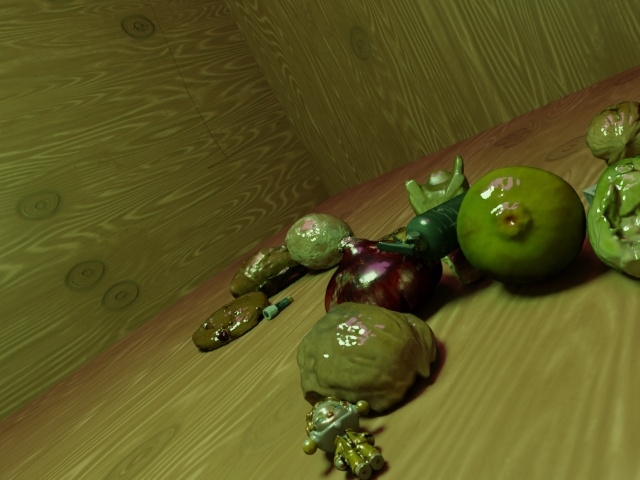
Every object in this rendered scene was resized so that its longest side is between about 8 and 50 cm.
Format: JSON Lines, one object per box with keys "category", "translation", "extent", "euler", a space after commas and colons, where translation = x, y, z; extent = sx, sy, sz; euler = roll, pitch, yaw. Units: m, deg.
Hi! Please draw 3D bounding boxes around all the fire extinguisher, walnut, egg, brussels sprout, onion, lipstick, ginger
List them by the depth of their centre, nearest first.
{"category": "brussels sprout", "translation": [0.469, -0.030, 0.722], "extent": [0.132, 0.183, 0.145], "euler": [5, -15, 21]}
{"category": "walnut", "translation": [0.063, 0.179, 0.795], "extent": [0.238, 0.141, 0.204], "euler": [-31, 14, 4]}
{"category": "fire extinguisher", "translation": [0.254, -0.033, 0.969], "extent": [0.311, 0.095, 0.115], "euler": [-26, 37, -34]}
{"category": "onion", "translation": [0.117, 0.068, 1.035], "extent": [0.272, 0.195, 0.272], "euler": [-28, 12, 6]}
{"category": "walnut", "translation": [0.710, -0.247, 1.146], "extent": [0.156, 0.155, 0.184], "euler": [-22, 7, 35]}
{"category": "lipstick", "translation": [-0.126, 0.202, 1.519], "extent": [0.116, 0.037, 0.037], "euler": [-31, 9, -40]}
{"category": "egg", "translation": [0.000, 0.000, 1.712], "extent": [0.246, 0.203, 0.203], "euler": [-5, 12, 5]}
{"category": "ginger", "translation": [-0.185, 0.112, 1.786], "extent": [0.322, 0.172, 0.165], "euler": [-27, 49, -7]}

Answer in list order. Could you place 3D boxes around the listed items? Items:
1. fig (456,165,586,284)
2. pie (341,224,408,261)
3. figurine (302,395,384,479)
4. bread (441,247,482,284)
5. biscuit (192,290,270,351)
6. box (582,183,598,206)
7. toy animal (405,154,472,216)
{"category": "fig", "translation": [0.347, -0.016, 0.856], "extent": [0.207, 0.207, 0.230], "euler": [-28, -29, 5]}
{"category": "pie", "translation": [0.184, 0.029, 1.426], "extent": [0.274, 0.069, 0.273], "euler": [-26, 10, 5]}
{"category": "figurine", "translation": [0.035, 0.264, 0.665], "extent": [0.143, 0.068, 0.101], "euler": [-2, 29, 43]}
{"category": "bread", "translation": [0.328, 0.025, 1.028], "extent": [0.136, 0.054, 0.154], "euler": [-25, 35, -2]}
{"category": "biscuit", "translation": [-0.295, 0.254, 1.606], "extent": [0.296, 0.075, 0.296], "euler": [-28, 10, 5]}
{"category": "box", "translation": [0.574, -0.074, 0.935], "extent": [0.055, 0.039, 0.218], "euler": [-25, 10, 14]}
{"category": "toy animal", "translation": [0.368, -0.151, 1.496], "extent": [0.181, 0.180, 0.363], "euler": [-18, 14, 20]}
